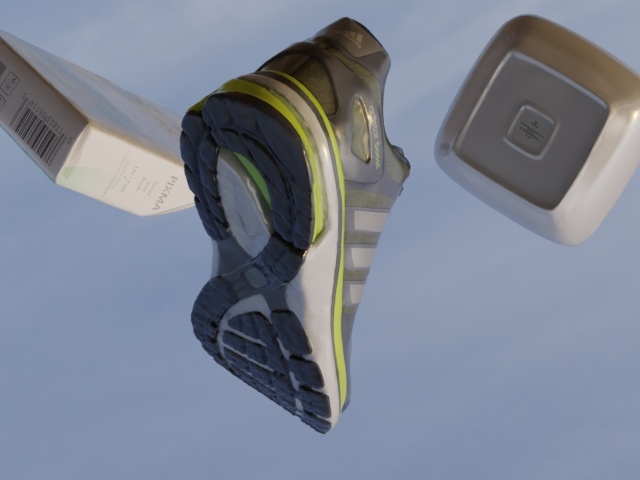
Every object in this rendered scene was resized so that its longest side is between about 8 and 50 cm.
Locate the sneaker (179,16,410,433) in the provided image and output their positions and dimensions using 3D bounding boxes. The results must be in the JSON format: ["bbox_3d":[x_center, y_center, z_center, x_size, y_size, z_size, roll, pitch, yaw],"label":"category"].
[{"bbox_3d":[0.000,0.000,1.145,0.111,0.300,0.121,34,-123,22],"label":"sneaker"}]

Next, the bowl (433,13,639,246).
[{"bbox_3d":[0.156,-0.080,1.422,0.142,0.142,0.053,34,-166,17],"label":"bowl"}]

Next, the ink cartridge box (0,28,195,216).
[{"bbox_3d":[-0.145,-0.071,1.470,0.225,0.056,0.181,26,-169,-46],"label":"ink cartridge box"}]
